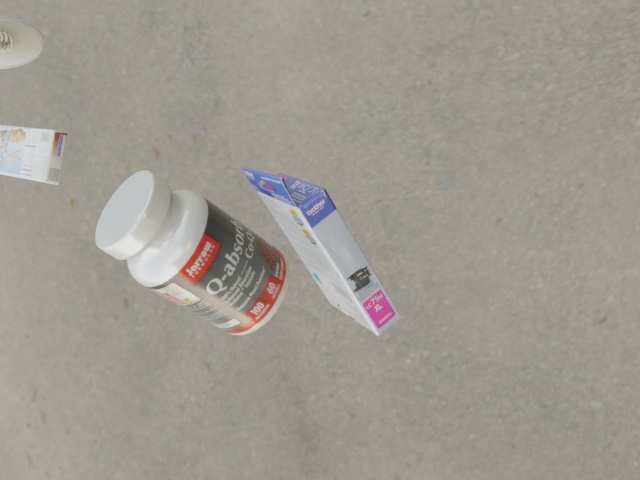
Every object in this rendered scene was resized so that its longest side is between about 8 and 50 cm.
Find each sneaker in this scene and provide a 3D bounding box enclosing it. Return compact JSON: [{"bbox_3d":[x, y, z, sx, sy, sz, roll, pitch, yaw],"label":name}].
[{"bbox_3d":[-0.581,-0.339,1.219,0.091,0.258,0.094,16,111,33],"label":"sneaker"}]

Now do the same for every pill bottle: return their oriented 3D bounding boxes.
[{"bbox_3d":[-0.251,0.029,1.424,0.210,0.363,0.210,-27,45,30],"label":"pill bottle"}]

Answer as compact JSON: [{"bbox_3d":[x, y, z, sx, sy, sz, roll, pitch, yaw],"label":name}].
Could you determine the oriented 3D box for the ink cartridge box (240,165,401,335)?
[{"bbox_3d":[0.000,0.000,1.147,0.311,0.065,0.185,55,167,-24],"label":"ink cartridge box"}]

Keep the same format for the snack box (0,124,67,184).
[{"bbox_3d":[-0.382,-0.112,0.900,0.178,0.022,0.064,11,92,38],"label":"snack box"}]
